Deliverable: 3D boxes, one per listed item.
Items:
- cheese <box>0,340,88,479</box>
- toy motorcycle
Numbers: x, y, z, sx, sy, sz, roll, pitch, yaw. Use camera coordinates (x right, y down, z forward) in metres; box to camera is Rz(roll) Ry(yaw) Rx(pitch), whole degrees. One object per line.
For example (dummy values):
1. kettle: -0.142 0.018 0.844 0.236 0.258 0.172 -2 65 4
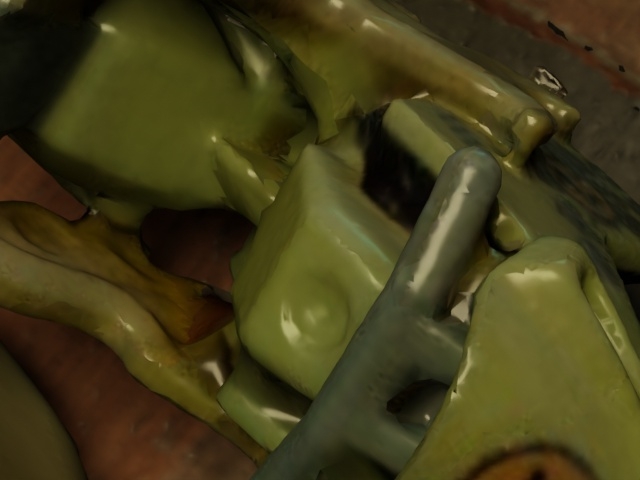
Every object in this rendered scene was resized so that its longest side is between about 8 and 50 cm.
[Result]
1. cheese: -0.190 0.067 0.692 0.127 0.233 0.266 -41 65 3
2. toy motorcycle: 0.000 0.000 0.689 0.410 0.237 0.169 37 105 22
